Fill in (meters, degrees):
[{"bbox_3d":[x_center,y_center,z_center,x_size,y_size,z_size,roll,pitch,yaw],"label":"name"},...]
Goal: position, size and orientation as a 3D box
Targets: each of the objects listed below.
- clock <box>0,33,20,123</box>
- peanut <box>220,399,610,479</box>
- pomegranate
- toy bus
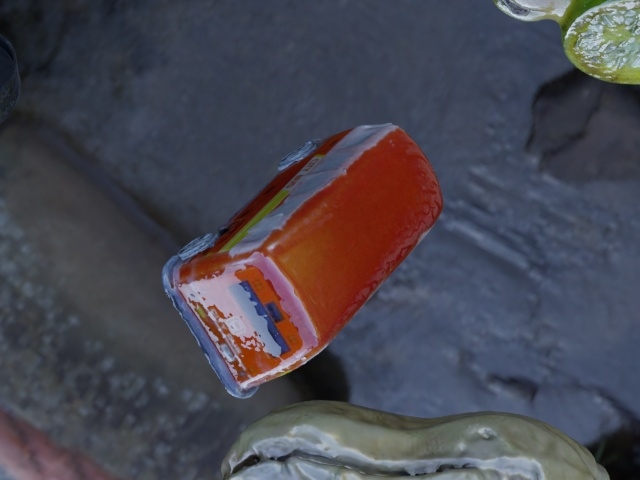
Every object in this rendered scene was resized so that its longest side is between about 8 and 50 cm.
[{"bbox_3d":[-0.385,-0.147,1.647,0.185,0.184,0.040,10,134,21],"label":"clock"},{"bbox_3d":[0.072,0.180,1.193,0.290,0.130,0.130,4,135,-9],"label":"peanut"},{"bbox_3d":[0.304,-0.259,1.682,0.241,0.159,0.190,-7,155,21],"label":"pomegranate"},{"bbox_3d":[0.000,0.000,0.846,0.077,0.174,0.079,-22,105,40],"label":"toy bus"}]
